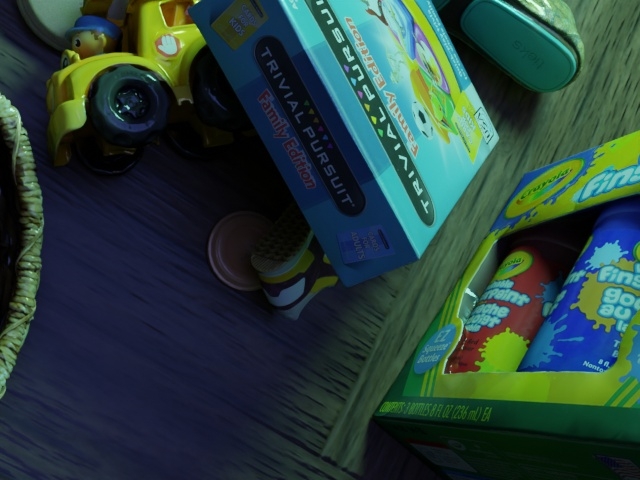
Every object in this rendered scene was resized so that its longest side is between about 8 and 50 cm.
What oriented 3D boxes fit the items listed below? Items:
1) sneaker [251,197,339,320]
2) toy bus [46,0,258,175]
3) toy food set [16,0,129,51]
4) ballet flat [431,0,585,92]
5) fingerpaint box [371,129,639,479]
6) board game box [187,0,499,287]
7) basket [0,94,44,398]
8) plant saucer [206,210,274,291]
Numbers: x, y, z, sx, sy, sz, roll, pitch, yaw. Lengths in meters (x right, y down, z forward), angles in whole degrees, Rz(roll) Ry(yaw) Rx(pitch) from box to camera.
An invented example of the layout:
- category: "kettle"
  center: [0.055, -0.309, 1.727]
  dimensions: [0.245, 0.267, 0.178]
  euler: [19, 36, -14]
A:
- category: "sneaker"
  center: [0.000, 0.000, 0.798]
  dimensions: [0.185, 0.070, 0.084]
  euler: [-46, 132, -34]
- category: "toy bus"
  center: [-0.153, -0.179, 0.702]
  dimensions: [0.220, 0.149, 0.211]
  euler: [-15, 90, -25]
- category: "toy food set"
  center: [-0.231, -0.243, 0.748]
  dimensions: [0.192, 0.038, 0.132]
  euler: [47, 73, -24]
- category: "ballet flat"
  center: [0.170, -0.306, 0.902]
  dimensions: [0.348, 0.123, 0.123]
  euler: [33, 70, -15]
- category: "fingerpaint box"
  center: [0.290, 0.063, 0.700]
  dimensions: [0.163, 0.445, 0.371]
  euler: [41, 68, -12]
- category: "board game box"
  center: [0.052, -0.145, 0.725]
  dimensions: [0.253, 0.079, 0.336]
  euler: [60, 31, -11]
- category: "basket"
  center: [-0.315, 0.012, 0.562]
  dimensions: [0.213, 0.223, 0.299]
  euler: [9, 77, -22]
- category: "plant saucer"
  center: [-0.075, 0.010, 0.784]
  dimensions: [0.083, 0.013, 0.083]
  euler: [4, 80, -23]
